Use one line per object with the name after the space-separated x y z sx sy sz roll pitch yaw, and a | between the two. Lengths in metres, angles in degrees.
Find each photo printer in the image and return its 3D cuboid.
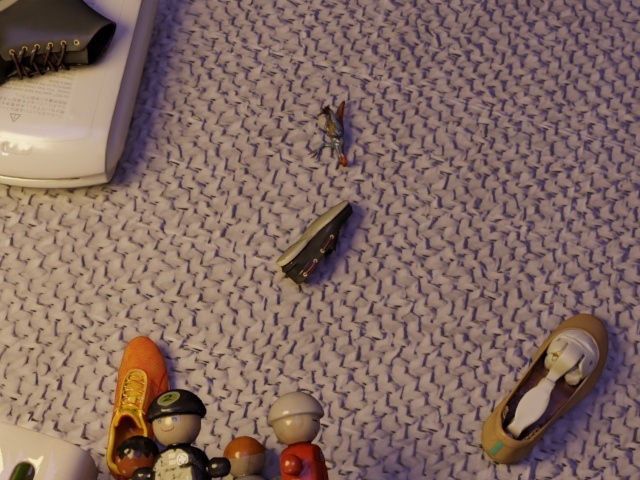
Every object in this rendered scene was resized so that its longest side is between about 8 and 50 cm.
-0.359 -0.210 1.489 0.256 0.107 0.308 8 64 0 | photo printer

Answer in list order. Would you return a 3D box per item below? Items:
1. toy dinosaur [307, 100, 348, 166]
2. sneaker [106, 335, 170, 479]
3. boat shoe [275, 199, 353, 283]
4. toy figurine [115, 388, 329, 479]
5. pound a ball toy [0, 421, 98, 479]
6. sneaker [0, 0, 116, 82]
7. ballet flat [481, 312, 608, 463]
0.025 -0.138 1.520 0.090 0.047 0.082 -29 87 -28 | toy dinosaur
-0.207 0.188 1.326 0.064 0.067 0.175 1 62 -2 | sneaker
-0.001 0.000 1.449 0.042 0.049 0.133 49 60 -12 | boat shoe
-0.107 0.246 1.214 0.213 0.209 0.148 2 66 -27 | toy figurine
-0.330 0.347 1.160 0.135 0.208 0.319 17 63 4 | pound a ball toy
-0.351 -0.223 1.388 0.118 0.083 0.222 32 65 11 | sneaker
0.277 0.168 1.367 0.080 0.073 0.232 36 66 12 | ballet flat
